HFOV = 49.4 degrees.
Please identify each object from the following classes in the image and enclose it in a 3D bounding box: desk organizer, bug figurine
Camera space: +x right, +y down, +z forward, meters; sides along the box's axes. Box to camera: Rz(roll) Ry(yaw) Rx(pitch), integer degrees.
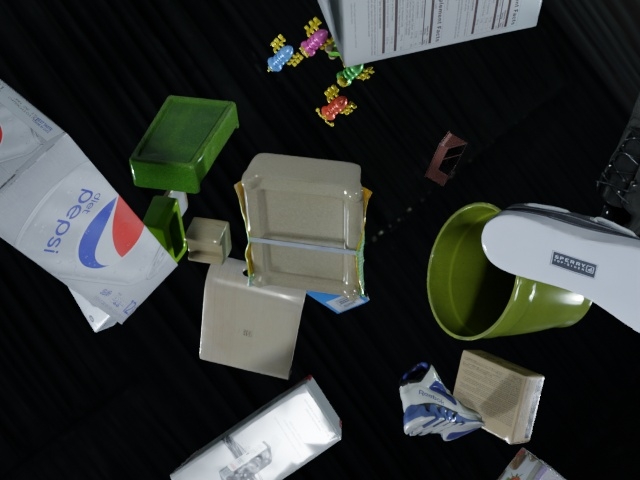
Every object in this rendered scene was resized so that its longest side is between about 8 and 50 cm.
[{"bbox_3d":[0.288,-0.186,1.601,0.047,0.050,0.130,-52,168,-28],"label":"desk organizer"},{"bbox_3d":[-0.004,-0.437,1.793,0.216,0.279,0.072,-40,-165,41],"label":"bug figurine"}]

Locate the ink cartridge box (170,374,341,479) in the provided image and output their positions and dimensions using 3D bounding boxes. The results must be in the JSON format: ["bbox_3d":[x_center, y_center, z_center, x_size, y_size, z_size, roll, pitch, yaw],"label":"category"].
[{"bbox_3d":[-0.104,0.366,1.230,0.273,0.114,0.197,-33,174,-2],"label":"ink cartridge box"}]

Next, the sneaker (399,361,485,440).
[{"bbox_3d":[0.312,0.420,1.851,0.127,0.182,0.316,-34,143,28],"label":"sneaker"}]

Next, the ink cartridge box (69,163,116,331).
[{"bbox_3d":[-0.380,0.018,1.160,0.045,0.223,0.224,-26,170,-44],"label":"ink cartridge box"}]

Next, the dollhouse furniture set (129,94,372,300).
[{"bbox_3d":[-0.074,-0.057,0.928,0.151,0.302,0.197,-72,166,-46],"label":"dollhouse furniture set"}]

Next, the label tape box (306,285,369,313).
[{"bbox_3d":[0.000,0.000,1.828,0.106,0.333,0.240,-24,155,13],"label":"label tape box"}]

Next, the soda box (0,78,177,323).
[{"bbox_3d":[-0.231,-0.020,0.635,0.091,0.098,0.286,-48,161,-13],"label":"soda box"}]

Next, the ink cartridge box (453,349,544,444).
[{"bbox_3d":[0.494,0.434,1.962,0.088,0.193,0.235,6,-172,-37],"label":"ink cartridge box"}]

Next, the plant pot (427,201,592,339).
[{"bbox_3d":[0.545,0.107,1.915,0.353,0.366,0.366,10,155,-28],"label":"plant pot"}]

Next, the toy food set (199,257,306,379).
[{"bbox_3d":[-0.154,0.184,1.603,0.092,0.220,0.306,-72,175,-53],"label":"toy food set"}]

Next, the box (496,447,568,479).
[{"bbox_3d":[0.181,0.402,0.835,0.324,0.067,0.063,-50,-166,-4],"label":"box"}]

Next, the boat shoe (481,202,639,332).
[{"bbox_3d":[0.354,0.027,0.854,0.102,0.301,0.108,-34,136,-47],"label":"boat shoe"}]

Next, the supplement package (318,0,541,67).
[{"bbox_3d":[0.128,-0.381,0.878,0.263,0.199,0.198,-13,144,-5],"label":"supplement package"}]

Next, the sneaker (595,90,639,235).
[{"bbox_3d":[0.492,-0.112,1.062,0.130,0.286,0.109,-19,-143,-13],"label":"sneaker"}]

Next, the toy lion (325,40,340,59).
[{"bbox_3d":[0.075,-0.478,1.699,0.096,0.100,0.034,-53,144,-9],"label":"toy lion"}]
